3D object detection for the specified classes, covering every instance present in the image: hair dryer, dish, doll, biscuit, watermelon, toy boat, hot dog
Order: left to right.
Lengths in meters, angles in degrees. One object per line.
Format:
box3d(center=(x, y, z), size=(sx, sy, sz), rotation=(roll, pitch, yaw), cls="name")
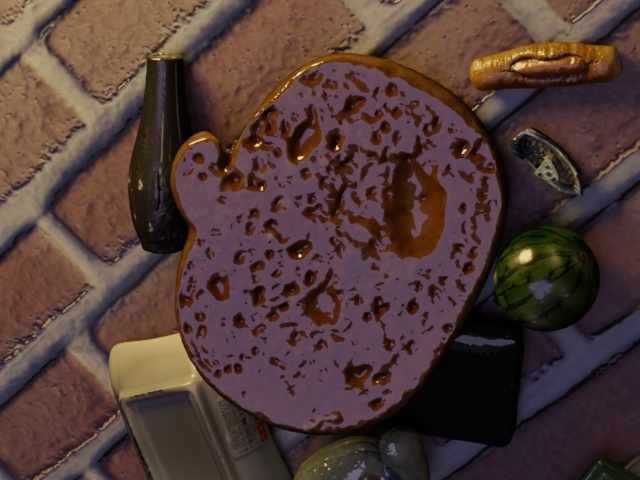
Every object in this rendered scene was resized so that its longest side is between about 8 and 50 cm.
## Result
box3d(center=(-0.133, 0.203, 1.851), size=(0.151, 0.077, 0.212), rotation=(-12, 110, 22), cls="dish")
box3d(center=(-0.076, -0.077, 1.722), size=(0.219, 0.075, 0.195), rotation=(5, 107, 4), cls="hair dryer")
box3d(center=(0.000, 0.000, 1.683), size=(0.314, 0.063, 0.367), rotation=(27, 104, 0), cls="biscuit")
box3d(center=(0.033, 0.251, 1.824), size=(0.103, 0.071, 0.214), rotation=(36, 126, -25), cls="doll")
box3d(center=(0.206, 0.039, 1.655), size=(0.109, 0.109, 0.109), rotation=(7, 116, 14), cls="watermelon")
box3d(center=(0.200, -0.157, 1.606), size=(0.137, 0.028, 0.044), rotation=(0, 107, 19), cls="hot dog")
box3d(center=(0.210, -0.069, 1.639), size=(0.083, 0.038, 0.038), rotation=(40, 119, -3), cls="toy boat")

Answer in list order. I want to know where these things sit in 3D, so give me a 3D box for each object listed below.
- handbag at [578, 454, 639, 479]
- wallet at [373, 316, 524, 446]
box3d(center=(0.309, 0.387, 1.786), size=(0.274, 0.100, 0.269), rotation=(36, 120, -2), cls="handbag")
box3d(center=(0.076, 0.126, 1.770), size=(0.250, 0.044, 0.149), rotation=(7, 120, 13), cls="wallet")
